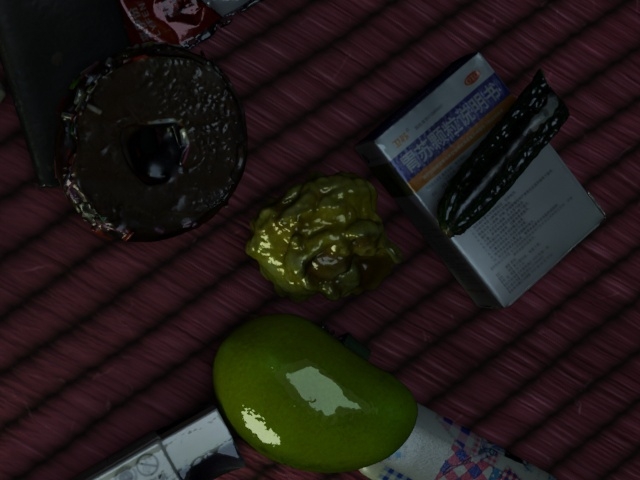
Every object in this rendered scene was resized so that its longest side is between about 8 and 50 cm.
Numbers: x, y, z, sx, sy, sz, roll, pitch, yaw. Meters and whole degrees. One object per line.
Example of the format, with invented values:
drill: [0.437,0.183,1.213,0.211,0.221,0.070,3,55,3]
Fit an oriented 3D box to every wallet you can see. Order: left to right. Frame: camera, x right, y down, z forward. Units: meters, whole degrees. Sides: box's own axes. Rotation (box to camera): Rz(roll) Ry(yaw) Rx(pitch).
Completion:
wallet: [-0.323,-0.235,1.576,0.170,0.044,0.321,-24,116,-24]

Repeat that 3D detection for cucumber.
cucumber: [0.237,-0.111,1.639,0.077,0.077,0.265,43,81,-10]

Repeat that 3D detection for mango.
mango: [-0.018,0.211,1.629,0.273,0.149,0.185,34,97,2]

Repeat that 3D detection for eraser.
eraser: [-0.295,0.349,1.601,0.404,0.096,0.098,-29,95,-13]

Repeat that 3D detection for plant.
plant: [0.017,0.143,1.704,0.102,0.051,0.051,30,83,-4]

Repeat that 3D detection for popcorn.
popcorn: [0.001,0.003,1.632,0.197,0.197,0.155,-13,64,-14]

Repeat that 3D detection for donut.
donut: [-0.219,-0.125,1.587,0.270,0.103,0.269,-8,108,-26]

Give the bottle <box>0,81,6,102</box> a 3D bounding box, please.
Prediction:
bottle: [-0.509,-0.122,1.538,0.120,0.120,0.253,38,82,-11]

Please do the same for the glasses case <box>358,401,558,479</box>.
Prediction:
glasses case: [0.194,0.328,1.731,0.327,0.076,0.125,29,85,-11]

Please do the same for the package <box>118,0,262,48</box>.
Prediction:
package: [-0.174,-0.365,1.654,0.269,0.071,0.194,-26,94,0]

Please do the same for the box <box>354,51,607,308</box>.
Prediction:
box: [0.220,-0.080,1.726,0.200,0.106,0.299,-41,97,-11]
